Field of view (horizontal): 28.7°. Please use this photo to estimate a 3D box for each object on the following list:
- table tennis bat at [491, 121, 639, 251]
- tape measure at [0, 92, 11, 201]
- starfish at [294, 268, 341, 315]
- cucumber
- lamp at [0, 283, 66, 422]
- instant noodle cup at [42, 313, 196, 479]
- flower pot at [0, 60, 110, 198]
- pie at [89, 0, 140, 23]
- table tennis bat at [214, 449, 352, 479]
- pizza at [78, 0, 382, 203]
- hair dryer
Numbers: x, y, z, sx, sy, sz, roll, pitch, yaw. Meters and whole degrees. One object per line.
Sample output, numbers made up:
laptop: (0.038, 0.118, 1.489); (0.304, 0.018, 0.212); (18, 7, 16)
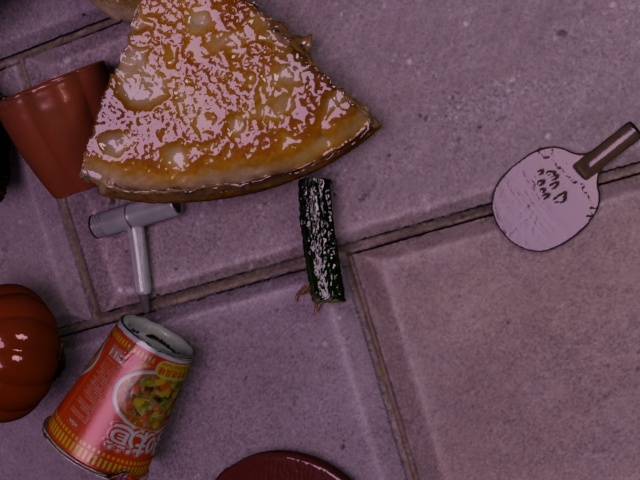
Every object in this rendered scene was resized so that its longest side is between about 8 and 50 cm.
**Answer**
table tennis bat: (0.341, -0.080, 1.722); (0.234, 0.022, 0.131); (-39, 81, 23)
tape measure: (-0.589, -0.167, 2.001); (0.202, 0.135, 0.222); (-2, 94, 31)
starfish: (-0.005, 0.065, 1.872); (0.092, 0.016, 0.086); (-27, 81, 24)
cucumber: (0.000, 0.000, 1.829); (0.058, 0.058, 0.187); (-8, 89, 21)
lamp: (-0.503, 0.178, 1.976); (0.223, 0.197, 0.223); (-21, 64, 52)
instant noodle cup: (-0.296, 0.236, 1.923); (0.193, 0.193, 0.212); (32, 99, 14)
flower pot: (-0.381, -0.164, 1.903); (0.191, 0.190, 0.173); (-17, 101, 22)
pie: (-0.267, -0.492, 1.866); (0.339, 0.077, 0.339); (2, 97, 20)
table tennis bat: (0.005, 0.463, 1.900); (0.415, 0.051, 0.268); (10, 101, 21)
pizza: (-0.154, -0.263, 1.810); (0.440, 0.130, 0.405); (-11, 93, 3)
hair dryer: (-0.266, 0.027, 1.956); (0.155, 0.044, 0.183); (-16, 96, 23)
